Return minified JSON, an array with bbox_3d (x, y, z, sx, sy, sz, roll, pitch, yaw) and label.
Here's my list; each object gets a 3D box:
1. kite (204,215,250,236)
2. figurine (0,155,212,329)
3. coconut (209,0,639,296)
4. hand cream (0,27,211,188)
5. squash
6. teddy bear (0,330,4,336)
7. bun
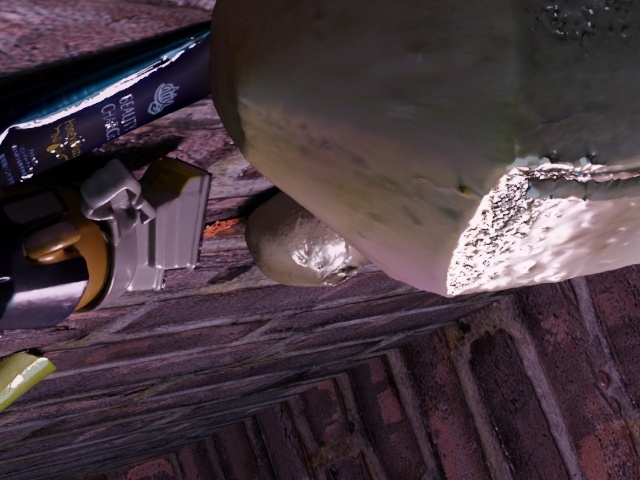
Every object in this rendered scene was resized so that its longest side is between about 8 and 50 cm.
[{"bbox_3d":[-0.081,-0.021,1.646,0.222,0.008,0.125,-16,167,-17],"label":"kite"},{"bbox_3d":[-0.249,0.005,1.205,0.308,0.143,0.308,-34,162,-13],"label":"figurine"},{"bbox_3d":[0.097,-0.132,0.750,0.353,0.352,0.352,-18,168,-4],"label":"coconut"},{"bbox_3d":[-0.203,-0.102,1.036,0.270,0.061,0.120,-24,164,-14],"label":"hand cream"},{"bbox_3d":[-0.499,0.225,1.931,0.200,0.075,0.090,-38,-168,-15],"label":"squash"},{"bbox_3d":[-0.414,0.078,1.430,0.160,0.078,0.119,-18,135,25],"label":"teddy bear"},{"bbox_3d":[0.000,0.000,1.575,0.173,0.113,0.166,-19,159,-7],"label":"bun"}]
